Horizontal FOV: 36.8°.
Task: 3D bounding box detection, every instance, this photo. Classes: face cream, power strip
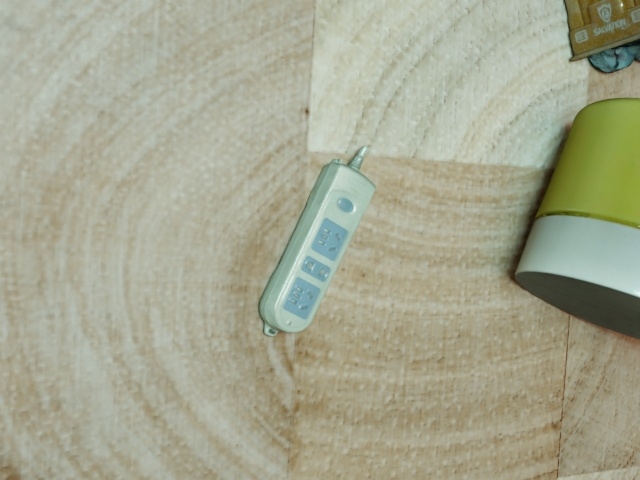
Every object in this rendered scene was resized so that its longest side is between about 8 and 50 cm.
[{"bbox_3d":[0.321,-0.011,0.928,0.218,0.218,0.179,27,81,-29],"label":"face cream"},{"bbox_3d":[0.000,0.000,0.853,0.047,0.030,0.191,31,80,-29],"label":"power strip"}]

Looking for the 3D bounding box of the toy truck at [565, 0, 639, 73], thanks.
[{"bbox_3d":[0.408,-0.302,1.001,0.338,0.133,0.184,-19,95,-25],"label":"toy truck"}]
